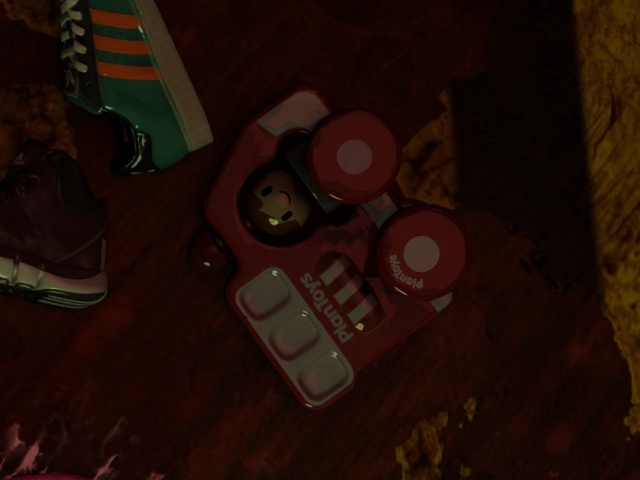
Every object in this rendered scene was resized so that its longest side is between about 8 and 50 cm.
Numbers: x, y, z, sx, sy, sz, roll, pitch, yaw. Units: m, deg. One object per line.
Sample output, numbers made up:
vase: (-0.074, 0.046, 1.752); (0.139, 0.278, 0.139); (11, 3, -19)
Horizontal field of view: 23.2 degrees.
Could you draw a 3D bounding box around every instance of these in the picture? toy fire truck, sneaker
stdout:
toy fire truck: (0.000, 0.000, 1.674); (0.254, 0.169, 0.302); (-36, 97, -1)
sneaker: (-0.342, -0.034, 1.577); (0.281, 0.106, 0.162); (15, 74, -29)
sneaker: (-0.222, -0.200, 1.598); (0.121, 0.108, 0.302); (-30, 115, -11)

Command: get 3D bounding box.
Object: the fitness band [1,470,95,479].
fitness band: (-0.306, 0.344, 1.542); (0.291, 0.054, 0.209); (-15, 77, -16)
